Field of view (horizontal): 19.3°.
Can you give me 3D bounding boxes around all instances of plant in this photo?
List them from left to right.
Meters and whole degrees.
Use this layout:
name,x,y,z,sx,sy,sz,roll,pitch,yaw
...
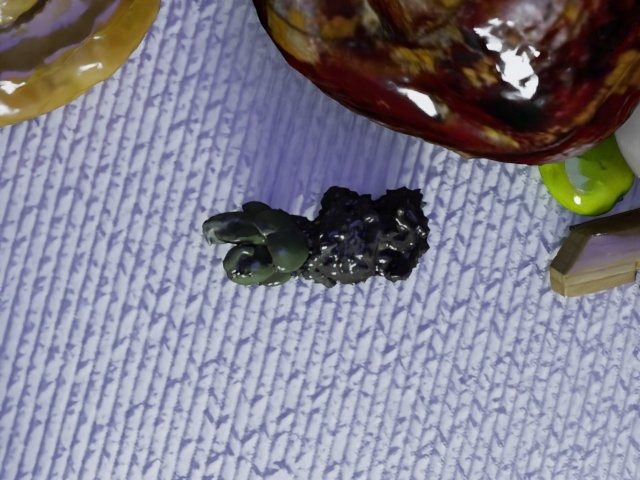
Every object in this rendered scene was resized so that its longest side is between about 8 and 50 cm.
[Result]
name,x,y,z,sx,sy,sz,roll,pitch,yaw
plant,0.000,0.000,1.364,0.174,0.087,0.085,-6,61,-19

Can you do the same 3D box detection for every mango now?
name,x,y,z,sx,sy,sz,roll,pitch,yaw
mango,0.194,-0.070,1.422,0.073,0.056,0.108,-33,94,-18

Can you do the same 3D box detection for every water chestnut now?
name,x,y,z,sx,sy,sz,roll,pitch,yaw
water chestnut,0.126,-0.212,1.306,0.335,0.347,0.335,-5,79,29

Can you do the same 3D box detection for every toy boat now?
name,x,y,z,sx,sy,sz,roll,pitch,yaw
toy boat,0.274,0.009,1.440,0.206,0.064,0.072,-11,106,-14

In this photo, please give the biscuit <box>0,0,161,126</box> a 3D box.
name,x,y,z,sx,sy,sz,roll,pitch,yaw
biscuit,-0.244,-0.222,1.293,0.296,0.102,0.296,0,89,-17

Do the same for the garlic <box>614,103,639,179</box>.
name,x,y,z,sx,sy,sz,roll,pitch,yaw
garlic,0.351,-0.112,1.351,0.231,0.340,0.246,34,122,-7
